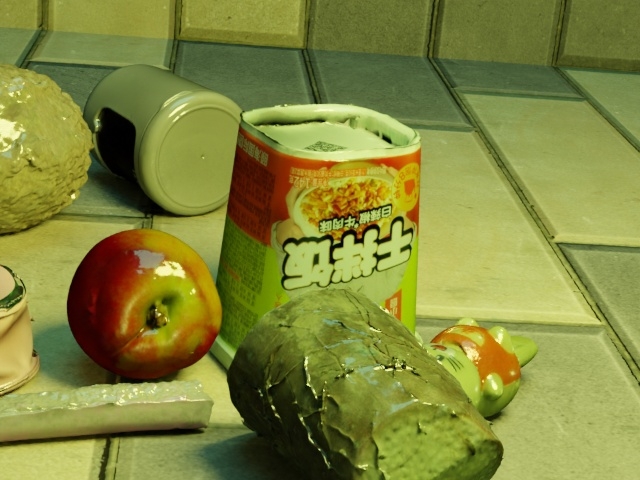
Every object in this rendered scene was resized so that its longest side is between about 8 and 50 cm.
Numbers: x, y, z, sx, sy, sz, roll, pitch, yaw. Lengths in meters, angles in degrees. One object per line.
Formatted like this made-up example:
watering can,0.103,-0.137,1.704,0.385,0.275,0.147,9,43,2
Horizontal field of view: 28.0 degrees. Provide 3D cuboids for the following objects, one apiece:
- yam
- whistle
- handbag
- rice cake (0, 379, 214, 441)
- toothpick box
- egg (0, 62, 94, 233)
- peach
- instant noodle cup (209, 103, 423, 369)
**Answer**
yam,0.040,0.182,1.312,0.202,0.201,0.271,-41,51,-4
whistle,0.169,0.157,1.525,0.131,0.106,0.288,14,21,38
handbag,-0.436,0.103,1.507,0.205,0.116,0.179,-5,22,-23
rice cake,-0.252,0.191,1.412,0.270,0.055,0.049,-1,32,-18
toothpick box,-0.266,-0.190,2.175,0.229,0.229,0.316,-9,24,-33
egg,-0.491,-0.142,1.930,0.279,0.279,0.310,19,10,33
peach,-0.217,0.077,1.549,0.197,0.197,0.197,5,21,-2
instant noodle cup,0.000,0.000,1.615,0.294,0.308,0.294,4,20,-2
